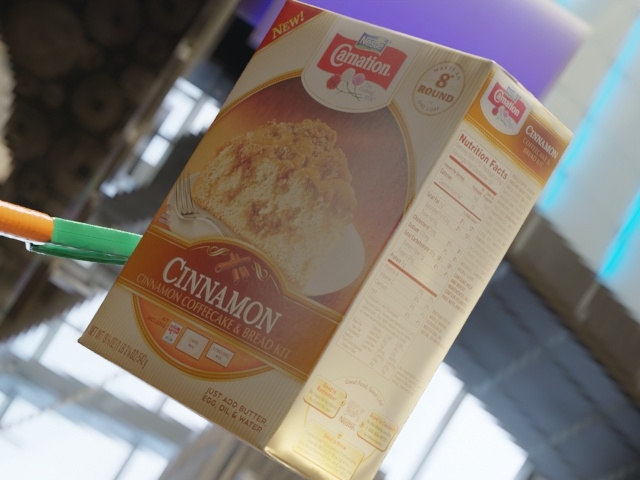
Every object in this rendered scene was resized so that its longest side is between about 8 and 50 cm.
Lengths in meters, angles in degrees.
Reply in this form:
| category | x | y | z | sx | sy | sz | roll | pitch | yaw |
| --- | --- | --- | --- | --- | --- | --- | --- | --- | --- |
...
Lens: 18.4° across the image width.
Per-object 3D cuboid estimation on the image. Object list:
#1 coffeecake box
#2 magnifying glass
| category | x | y | z | sx | sy | sz | roll | pitch | yaw |
| --- | --- | --- | --- | --- | --- | --- | --- | --- | --- |
| coffeecake box | 0.000 | 0.000 | 0.864 | 0.142 | 0.068 | 0.185 | 23 | -100 | 48 |
| magnifying glass | -0.192 | -0.004 | 1.415 | 0.231 | 0.092 | 0.026 | 27 | 69 | -71 |
